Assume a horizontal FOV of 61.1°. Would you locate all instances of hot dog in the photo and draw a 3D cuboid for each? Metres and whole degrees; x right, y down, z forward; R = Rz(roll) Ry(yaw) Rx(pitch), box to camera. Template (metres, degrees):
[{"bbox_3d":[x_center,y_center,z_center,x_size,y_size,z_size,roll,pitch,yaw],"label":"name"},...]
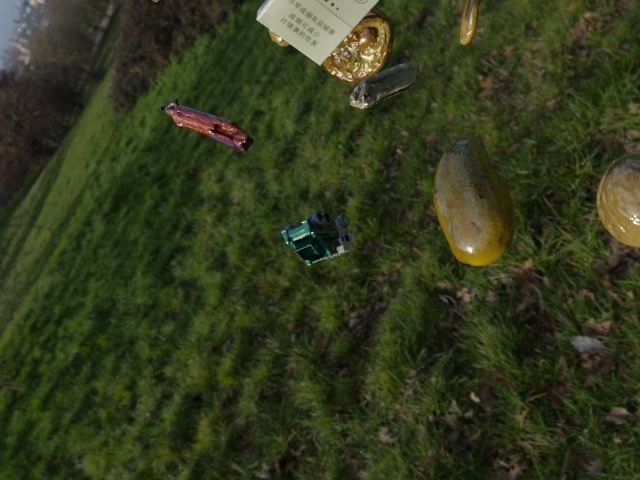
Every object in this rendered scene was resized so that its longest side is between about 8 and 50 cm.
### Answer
[{"bbox_3d":[0.109,-0.592,1.661,0.272,0.196,0.122,-21,43,58],"label":"hot dog"}]

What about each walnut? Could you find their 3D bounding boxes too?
[{"bbox_3d":[-0.087,-0.539,1.376,0.096,0.082,0.079,-38,64,19],"label":"walnut"},{"bbox_3d":[0.750,-0.100,1.247,0.228,0.228,0.228,-31,48,43],"label":"walnut"}]

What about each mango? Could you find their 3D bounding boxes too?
[{"bbox_3d":[0.373,-0.099,1.358,0.175,0.176,0.330,97,155,-75],"label":"mango"}]

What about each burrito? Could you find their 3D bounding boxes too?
[{"bbox_3d":[0.116,-0.281,0.984,0.045,0.188,0.058,25,132,33],"label":"burrito"}]

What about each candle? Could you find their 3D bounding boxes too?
[{"bbox_3d":[-0.295,-0.295,1.376,0.301,0.084,0.059,24,55,26],"label":"candle"}]

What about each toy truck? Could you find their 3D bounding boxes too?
[{"bbox_3d":[0.000,0.000,1.385,0.110,0.216,0.116,-23,79,28],"label":"toy truck"}]

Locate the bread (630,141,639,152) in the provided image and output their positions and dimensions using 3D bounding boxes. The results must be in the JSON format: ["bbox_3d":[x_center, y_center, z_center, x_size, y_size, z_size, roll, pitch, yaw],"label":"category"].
[{"bbox_3d":[0.920,-0.248,1.486,0.154,0.054,0.136,13,85,43],"label":"bread"}]

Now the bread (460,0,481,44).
[{"bbox_3d":[0.306,-0.459,1.112,0.110,0.024,0.110,11,-90,-88],"label":"bread"}]

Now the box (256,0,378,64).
[{"bbox_3d":[0.024,-0.398,0.838,0.245,0.139,0.035,-40,35,37],"label":"box"}]
